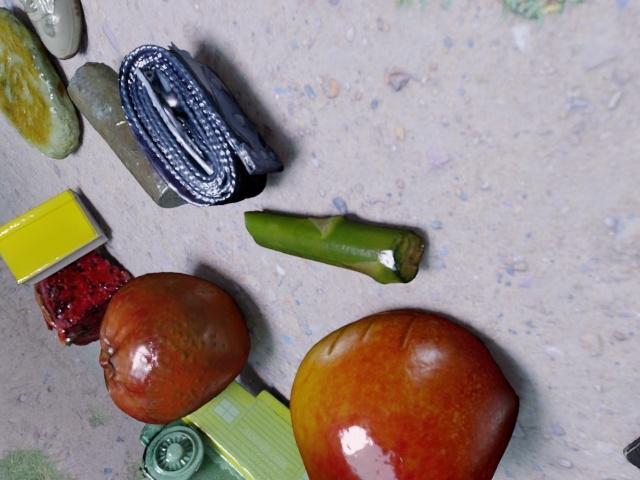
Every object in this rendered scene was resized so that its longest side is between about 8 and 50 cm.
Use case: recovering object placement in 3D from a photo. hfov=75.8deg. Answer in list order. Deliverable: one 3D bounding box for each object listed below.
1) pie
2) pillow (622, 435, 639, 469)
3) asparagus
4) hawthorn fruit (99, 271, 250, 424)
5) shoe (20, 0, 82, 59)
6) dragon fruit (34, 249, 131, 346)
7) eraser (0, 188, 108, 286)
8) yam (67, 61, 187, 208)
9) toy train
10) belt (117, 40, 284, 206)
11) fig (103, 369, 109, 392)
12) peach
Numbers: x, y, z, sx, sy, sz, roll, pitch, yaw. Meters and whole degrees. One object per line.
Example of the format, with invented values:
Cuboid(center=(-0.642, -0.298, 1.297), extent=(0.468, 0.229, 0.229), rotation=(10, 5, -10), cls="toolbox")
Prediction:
Cuboid(center=(-0.635, -0.336, 0.895), extent=(0.323, 0.070, 0.323), rotation=(20, 126, 30), cls="pie")
Cuboid(center=(0.327, 0.172, 0.354), extent=(0.091, 0.055, 0.136), rotation=(-134, 32, -62), cls="pillow")
Cuboid(center=(-0.001, 0.000, 0.537), extent=(0.277, 0.060, 0.067), rotation=(9, 132, 40), cls="asparagus")
Cuboid(center=(-0.267, 0.192, 0.777), extent=(0.275, 0.299, 0.275), rotation=(-3, 83, 27), cls="hawthorn fruit")
Cuboid(center=(-0.471, -0.433, 0.654), extent=(0.103, 0.098, 0.275), rotation=(20, 130, 38), cls="shoe")
Cuboid(center=(-0.620, 0.182, 1.169), extent=(0.240, 0.302, 0.330), rotation=(-2, 144, 6), cls="dragon fruit")
Cuboid(center=(-0.678, -0.010, 1.037), extent=(0.158, 0.226, 0.069), rotation=(54, 167, 10), cls="eraser")
Cuboid(center=(-0.290, -0.165, 0.660), extent=(0.259, 0.106, 0.106), rotation=(50, 139, 9), cls="yam")
Cuboid(center=(-0.137, 0.456, 0.810), extent=(0.442, 0.272, 0.179), rotation=(34, 136, 17), cls="toy train")
Cuboid(center=(-0.156, -0.145, 0.544), extent=(0.122, 0.128, 0.218), rotation=(-35, 89, 19), cls="belt")
Cuboid(center=(-0.380, 0.275, 0.961), extent=(0.214, 0.235, 0.235), rotation=(-29, 96, 23), cls="fig")
Cuboid(center=(0.099, 0.224, 0.508), extent=(0.248, 0.245, 0.274), rotation=(37, 133, -24), cls="peach")
